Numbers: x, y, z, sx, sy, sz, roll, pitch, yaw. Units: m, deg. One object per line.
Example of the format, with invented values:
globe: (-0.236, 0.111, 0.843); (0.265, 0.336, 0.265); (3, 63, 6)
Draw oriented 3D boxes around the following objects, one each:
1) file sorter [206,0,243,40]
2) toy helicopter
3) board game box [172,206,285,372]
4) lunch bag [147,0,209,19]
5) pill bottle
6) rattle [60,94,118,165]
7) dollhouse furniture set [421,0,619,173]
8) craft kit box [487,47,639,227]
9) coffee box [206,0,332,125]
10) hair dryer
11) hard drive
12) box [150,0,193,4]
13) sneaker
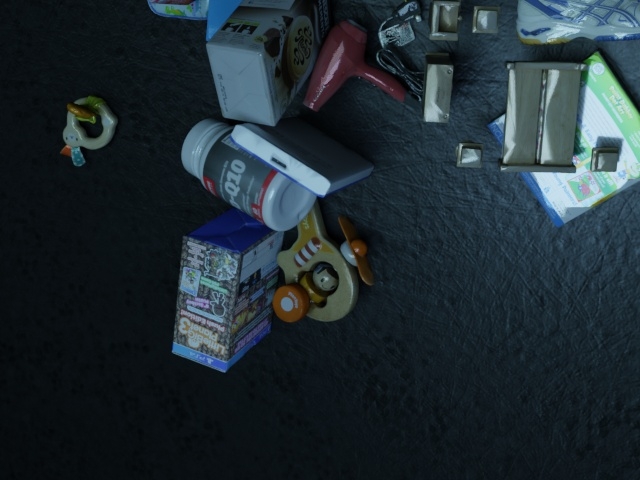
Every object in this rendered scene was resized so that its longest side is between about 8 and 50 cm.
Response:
file sorter: (-0.154, -0.493, 1.763); (0.118, 0.104, 0.170); (16, 114, 18)
toy helicopter: (0.000, 0.000, 1.865); (0.234, 0.140, 0.355); (-12, 91, 33)
board game box: (-0.204, 0.104, 1.928); (0.141, 0.232, 0.291); (17, 114, 18)
lunch bag: (-0.282, -0.580, 1.795); (0.176, 0.090, 0.219); (10, 112, 19)
pill bottle: (-0.156, -0.147, 1.824); (0.283, 0.161, 0.161); (30, 119, 31)
rattle: (-0.582, -0.244, 2.024); (0.199, 0.143, 0.130); (-37, 110, 23)
dollhouse furniture set: (0.370, -0.293, 1.577); (0.355, 0.174, 0.303); (3, 108, 4)
craft kit box: (0.489, -0.190, 1.623); (0.246, 0.061, 0.250); (-33, 94, 32)
coffee box: (-0.087, -0.382, 1.642); (0.118, 0.297, 0.168); (13, 141, 20)
hair dryer: (0.097, -0.332, 1.682); (0.293, 0.080, 0.224); (-19, 99, 8)
hard drive: (-0.026, -0.173, 1.698); (0.210, 0.318, 0.040); (33, 108, 10)
box: (-0.302, -0.603, 1.667); (0.122, 0.128, 0.257); (-23, 91, 29)
sneaker: (0.491, -0.419, 1.505); (0.296, 0.112, 0.131); (2, 109, 22)
